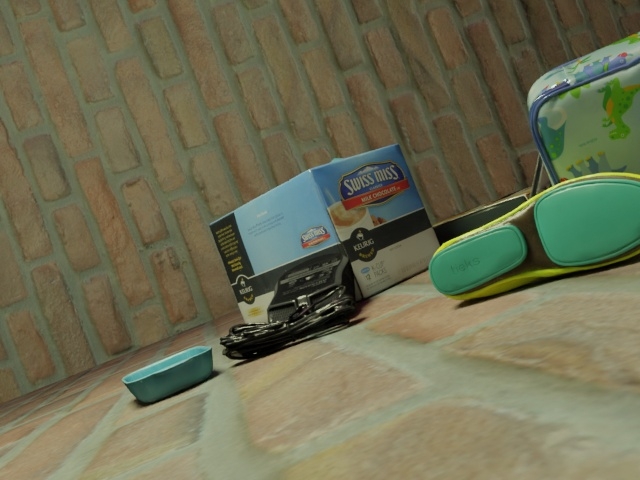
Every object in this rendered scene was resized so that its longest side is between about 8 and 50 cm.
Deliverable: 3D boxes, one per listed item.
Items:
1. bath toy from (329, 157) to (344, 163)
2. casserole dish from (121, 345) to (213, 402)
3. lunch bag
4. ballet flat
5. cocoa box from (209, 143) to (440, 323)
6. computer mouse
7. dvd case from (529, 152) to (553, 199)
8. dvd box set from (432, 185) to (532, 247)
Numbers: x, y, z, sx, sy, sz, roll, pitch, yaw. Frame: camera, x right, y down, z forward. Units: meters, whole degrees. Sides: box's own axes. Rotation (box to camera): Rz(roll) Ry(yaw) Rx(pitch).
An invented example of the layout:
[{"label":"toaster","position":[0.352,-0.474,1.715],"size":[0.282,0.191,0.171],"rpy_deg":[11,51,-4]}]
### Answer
[{"label":"bath toy","position":[0.089,-0.027,1.554],"size":[0.151,0.129,0.348],"rpy_deg":[-57,-31,-20]},{"label":"casserole dish","position":[-0.196,0.175,0.897],"size":[0.114,0.037,0.188],"rpy_deg":[-21,0,-20]},{"label":"lunch bag","position":[0.312,-0.099,0.617],"size":[0.218,0.176,0.090],"rpy_deg":[-20,19,22]},{"label":"ballet flat","position":[0.202,-0.001,0.613],"size":[0.077,0.077,0.231],"rpy_deg":[0,-18,-46]},{"label":"cocoa box","position":[0.000,0.000,1.266],"size":[0.231,0.228,0.347],"rpy_deg":[-21,-1,-40]},{"label":"computer mouse","position":[-0.017,0.094,0.967],"size":[0.188,0.072,0.272],"rpy_deg":[-19,12,15]},{"label":"dvd case","position":[0.414,-0.140,1.170],"size":[0.164,0.221,0.018],"rpy_deg":[-20,36,-40]},{"label":"dvd box set","position":[0.361,-0.049,1.476],"size":[0.307,0.062,0.420],"rpy_deg":[-22,-1,34]}]
